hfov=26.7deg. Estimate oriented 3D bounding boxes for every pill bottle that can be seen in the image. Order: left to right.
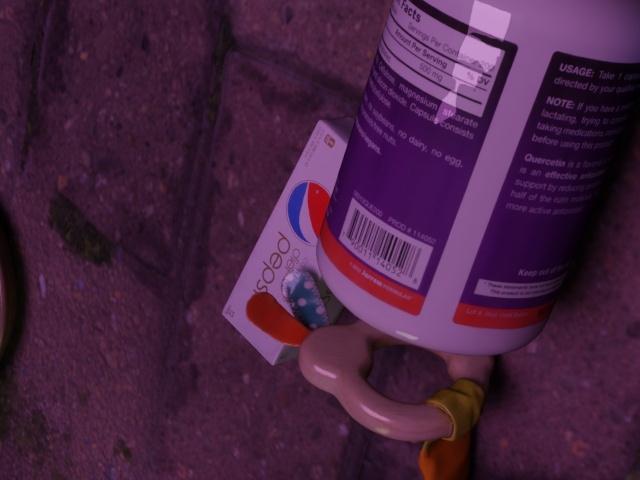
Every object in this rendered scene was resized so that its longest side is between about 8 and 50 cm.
[{"bbox_3d":[0.121,-0.093,0.941,0.181,0.181,0.323,34,119,31],"label":"pill bottle"}]

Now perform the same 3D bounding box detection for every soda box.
[{"bbox_3d":[0.000,0.000,1.139,0.074,0.069,0.216,44,125,25],"label":"soda box"}]

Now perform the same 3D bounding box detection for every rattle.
[{"bbox_3d":[0.034,0.120,1.099,0.199,0.130,0.143,14,149,10],"label":"rattle"}]

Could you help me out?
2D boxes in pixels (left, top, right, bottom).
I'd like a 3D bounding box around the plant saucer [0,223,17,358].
[{"bbox_3d":[-0.434,0.041,1.539,0.278,0.041,0.278,9,104,39],"label":"plant saucer"}]
